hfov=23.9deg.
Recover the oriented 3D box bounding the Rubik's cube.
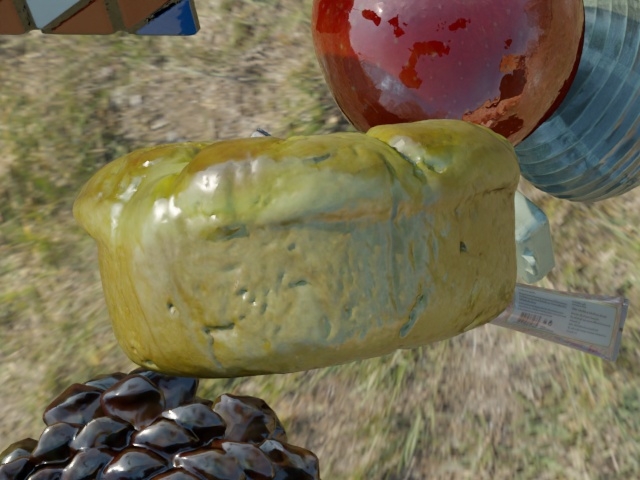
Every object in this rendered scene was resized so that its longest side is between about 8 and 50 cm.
[{"bbox_3d":[-0.263,-0.254,1.541,0.234,0.284,0.250,-38,134,-14],"label":"Rubik's cube"}]

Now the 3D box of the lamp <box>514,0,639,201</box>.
[{"bbox_3d":[0.291,-0.175,1.657,0.233,0.233,0.265,27,76,2],"label":"lamp"}]

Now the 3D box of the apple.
[{"bbox_3d":[0.124,-0.198,1.452,0.260,0.260,0.216,-15,125,7],"label":"apple"}]

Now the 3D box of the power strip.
[{"bbox_3d":[0.166,-0.056,1.730,0.046,0.118,0.270,-41,57,-10],"label":"power strip"}]

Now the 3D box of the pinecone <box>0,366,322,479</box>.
[{"bbox_3d":[-0.163,0.320,1.582,0.397,0.398,0.398,1,96,5],"label":"pinecone"}]

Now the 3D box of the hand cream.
[{"bbox_3d":[0.228,0.072,1.497,0.209,0.043,0.067,15,86,-35],"label":"hand cream"}]

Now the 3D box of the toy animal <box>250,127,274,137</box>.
[{"bbox_3d":[-0.065,-0.066,1.750,0.085,0.124,0.071,26,62,17],"label":"toy animal"}]

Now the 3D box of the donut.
[{"bbox_3d":[0.000,0.000,0.854,0.208,0.261,0.128,-2,95,50],"label":"donut"}]
